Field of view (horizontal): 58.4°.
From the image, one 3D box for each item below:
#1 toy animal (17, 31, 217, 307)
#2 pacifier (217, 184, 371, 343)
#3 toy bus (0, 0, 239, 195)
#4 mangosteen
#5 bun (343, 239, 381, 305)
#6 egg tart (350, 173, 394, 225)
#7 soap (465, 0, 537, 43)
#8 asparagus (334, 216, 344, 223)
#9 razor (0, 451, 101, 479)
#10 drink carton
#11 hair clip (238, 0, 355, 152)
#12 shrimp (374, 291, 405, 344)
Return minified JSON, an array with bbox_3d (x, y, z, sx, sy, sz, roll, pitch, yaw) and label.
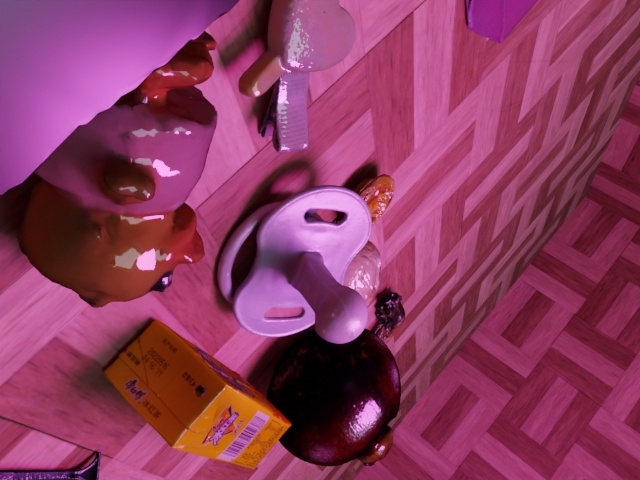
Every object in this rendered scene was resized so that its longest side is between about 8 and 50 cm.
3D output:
[{"bbox_3d":[-0.182,-0.051,0.508,0.169,0.195,0.281,4,123,-14],"label":"toy animal"},{"bbox_3d":[-0.016,0.062,0.854,0.238,0.226,0.287,5,118,-40],"label":"pacifier"},{"bbox_3d":[-0.170,-0.188,0.342,0.386,0.162,0.171,-46,150,-15],"label":"toy bus"},{"bbox_3d":[0.040,0.324,1.184,0.297,0.293,0.297,-44,166,-14],"label":"mangosteen"},{"bbox_3d":[0.063,0.079,1.126,0.164,0.111,0.188,-38,147,-35],"label":"bun"},{"bbox_3d":[0.083,-0.068,1.044,0.130,0.052,0.130,-41,152,-28],"label":"egg tart"},{"bbox_3d":[0.343,-0.479,0.937,0.259,0.081,0.181,-50,154,-7],"label":"soap"},{"bbox_3d":[0.000,0.000,1.031,0.127,0.015,0.018,-44,154,-20],"label":"asparagus"},{"bbox_3d":[-0.378,0.325,0.786,0.190,0.033,0.066,44,39,-62],"label":"razor"},{"bbox_3d":[-0.173,0.255,0.898,0.111,0.154,0.351,-49,154,-12],"label":"drink carton"},{"bbox_3d":[-0.034,-0.208,0.669,0.159,0.071,0.218,-24,138,-42],"label":"hair clip"},{"bbox_3d":[0.153,0.245,1.546,0.222,0.054,0.290,-44,157,-18],"label":"shrimp"}]
